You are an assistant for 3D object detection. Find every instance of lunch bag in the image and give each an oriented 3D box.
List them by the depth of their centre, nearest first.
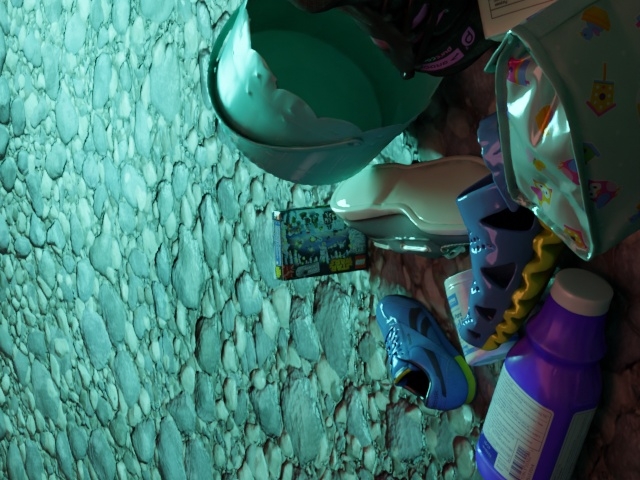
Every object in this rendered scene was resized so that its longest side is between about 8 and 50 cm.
[{"bbox_3d":[0.281,-0.150,1.504,0.160,0.223,0.262,45,161,45],"label":"lunch bag"}]

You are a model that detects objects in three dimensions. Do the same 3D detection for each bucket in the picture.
[{"bbox_3d":[0.002,-0.214,1.991,0.183,0.281,0.281,-52,53,54],"label":"bucket"}]

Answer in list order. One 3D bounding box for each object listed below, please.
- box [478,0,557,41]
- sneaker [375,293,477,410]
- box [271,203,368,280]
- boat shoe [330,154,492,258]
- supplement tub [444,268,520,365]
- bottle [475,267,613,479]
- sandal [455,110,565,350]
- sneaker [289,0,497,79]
[{"bbox_3d":[0.241,-0.332,1.661,0.148,0.127,0.232,-12,85,34],"label":"box"},{"bbox_3d":[0.114,0.140,2.047,0.209,0.082,0.069,51,139,43],"label":"sneaker"},{"bbox_3d":[0.000,0.000,2.148,0.027,0.137,0.094,12,107,57],"label":"box"},{"bbox_3d":[0.146,-0.033,1.978,0.319,0.116,0.099,5,144,51],"label":"boat shoe"},{"bbox_3d":[0.195,0.091,1.915,0.071,0.071,0.107,-37,66,55],"label":"supplement tub"},{"bbox_3d":[0.258,0.165,1.806,0.118,0.092,0.283,46,133,44],"label":"bottle"},{"bbox_3d":[0.212,-0.024,1.780,0.138,0.126,0.317,23,115,11],"label":"sandal"},{"bbox_3d":[0.104,-0.277,1.693,0.185,0.483,0.202,-33,83,25],"label":"sneaker"}]
